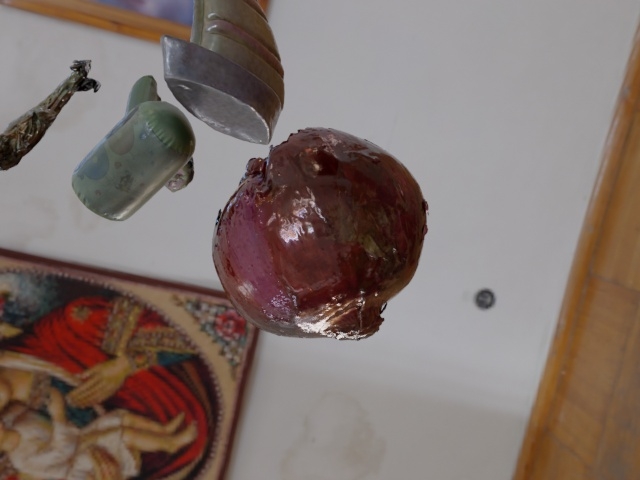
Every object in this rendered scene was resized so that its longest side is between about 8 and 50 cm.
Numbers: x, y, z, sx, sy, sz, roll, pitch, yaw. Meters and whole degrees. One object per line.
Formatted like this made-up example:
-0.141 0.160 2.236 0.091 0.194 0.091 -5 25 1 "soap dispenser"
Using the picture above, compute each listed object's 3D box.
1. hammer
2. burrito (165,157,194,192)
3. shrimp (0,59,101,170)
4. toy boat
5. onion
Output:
-0.295 -0.182 1.481 0.206 0.119 0.336 -38 29 19 "hammer"
-0.341 -0.175 1.981 0.309 0.066 0.096 -150 61 -62 "burrito"
-0.342 -0.159 1.127 0.152 0.046 0.219 -36 19 26 "shrimp"
-0.129 -0.291 1.402 0.111 0.276 0.294 -9 51 33 "toy boat"
0.000 0.000 1.082 0.276 0.276 0.276 -167 90 -78 "onion"
